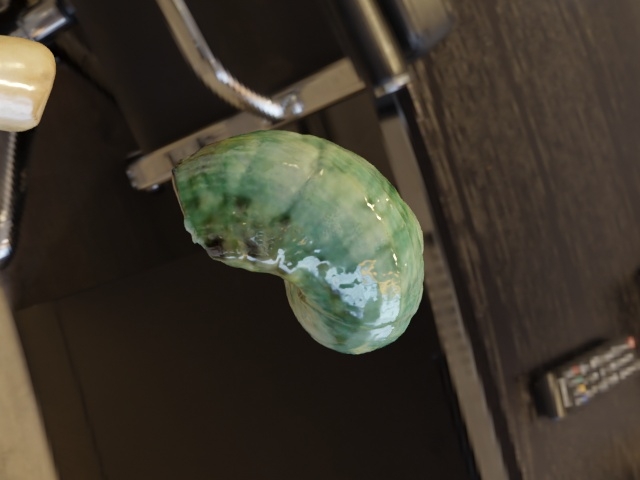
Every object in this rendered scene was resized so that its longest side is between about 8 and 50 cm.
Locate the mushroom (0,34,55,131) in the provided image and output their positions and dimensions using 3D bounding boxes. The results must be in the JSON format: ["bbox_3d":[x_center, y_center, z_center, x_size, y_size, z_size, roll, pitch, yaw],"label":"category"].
[{"bbox_3d":[-0.262,-0.098,0.707,0.215,0.207,0.207,-4,80,-44],"label":"mushroom"}]

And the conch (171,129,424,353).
[{"bbox_3d":[0.000,-0.003,0.831,0.122,0.176,0.188,-53,142,-5],"label":"conch"}]
